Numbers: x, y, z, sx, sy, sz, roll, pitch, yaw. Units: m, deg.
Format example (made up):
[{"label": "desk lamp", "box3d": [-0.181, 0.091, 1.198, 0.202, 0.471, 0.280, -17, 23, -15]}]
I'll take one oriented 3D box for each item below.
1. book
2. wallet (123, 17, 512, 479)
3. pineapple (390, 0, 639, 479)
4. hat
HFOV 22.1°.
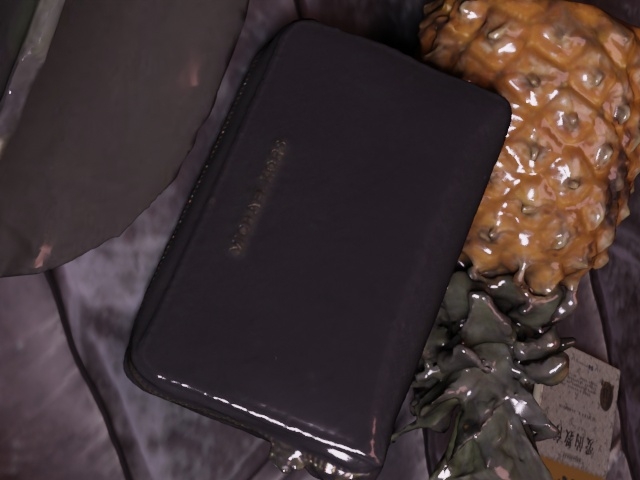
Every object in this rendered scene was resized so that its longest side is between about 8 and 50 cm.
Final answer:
[{"label": "book", "box3d": [0.179, 0.165, 1.195, 0.118, 0.012, 0.172, 25, 71, -50]}, {"label": "wallet", "box3d": [0.000, 0.000, 0.858, 0.044, 0.149, 0.250, 109, 5, -64]}, {"label": "pineapple", "box3d": [0.108, 0.021, 0.998, 0.169, 0.169, 0.340, 12, 88, -53]}, {"label": "hat", "box3d": [-0.121, -0.189, 0.693, 0.381, 0.257, 0.366, -51, 171, 2]}]
